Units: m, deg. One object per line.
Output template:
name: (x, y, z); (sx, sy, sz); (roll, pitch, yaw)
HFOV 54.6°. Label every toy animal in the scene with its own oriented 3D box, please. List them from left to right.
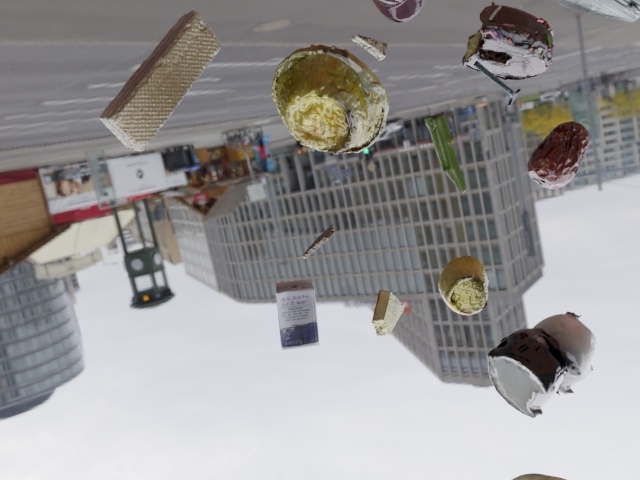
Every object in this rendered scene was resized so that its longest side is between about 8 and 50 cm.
toy animal: (0.672, 0.345, 1.838); (0.310, 0.251, 0.251); (-27, -165, -31)

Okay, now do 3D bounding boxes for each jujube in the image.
jujube: (0.772, -0.277, 2.005); (0.230, 0.155, 0.155); (-57, -157, -13)

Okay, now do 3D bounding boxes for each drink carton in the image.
drink carton: (-0.081, 0.253, 2.135); (0.134, 0.222, 0.102); (-6, -161, -3)

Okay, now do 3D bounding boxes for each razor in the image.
razor: (0.568, -0.515, 1.998); (0.066, 0.190, 0.033); (-55, -163, 4)

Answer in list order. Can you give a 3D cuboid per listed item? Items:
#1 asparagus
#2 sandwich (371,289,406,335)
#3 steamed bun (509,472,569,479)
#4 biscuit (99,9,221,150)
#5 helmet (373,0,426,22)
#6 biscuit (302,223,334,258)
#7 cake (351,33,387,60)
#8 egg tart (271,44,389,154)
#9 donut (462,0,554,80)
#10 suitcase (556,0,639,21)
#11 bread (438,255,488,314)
asparagus: (0.266, -0.182, 1.308); (0.045, 0.178, 0.041); (-24, -168, -14)
sandwich: (0.256, 0.290, 2.357); (0.058, 0.162, 0.193); (7, 162, 28)
steamed bun: (0.575, 0.731, 1.634); (0.155, 0.200, 0.250); (19, 146, -10)
biscuit: (-0.432, -0.447, 1.712); (0.078, 0.144, 0.426); (11, -120, 37)
helmet: (0.138, -0.660, 1.316); (0.197, 0.338, 0.271); (6, -164, -34)
biscuit: (0.008, -0.009, 2.552); (0.131, 0.026, 0.237); (-52, -174, -35)
cake: (0.175, -0.700, 2.202); (0.140, 0.055, 0.051); (28, 165, -24)
egg tart: (0.013, -0.351, 1.666); (0.345, 0.345, 0.132); (-7, -139, 33)
donut: (0.592, -0.605, 1.918); (0.259, 0.136, 0.345); (15, 180, 5)
suitcase: (0.499, -0.533, 1.201); (0.312, 0.128, 0.202); (5, -157, -39)
bread: (0.534, 0.167, 2.290); (0.197, 0.197, 0.170); (-11, -160, 6)
